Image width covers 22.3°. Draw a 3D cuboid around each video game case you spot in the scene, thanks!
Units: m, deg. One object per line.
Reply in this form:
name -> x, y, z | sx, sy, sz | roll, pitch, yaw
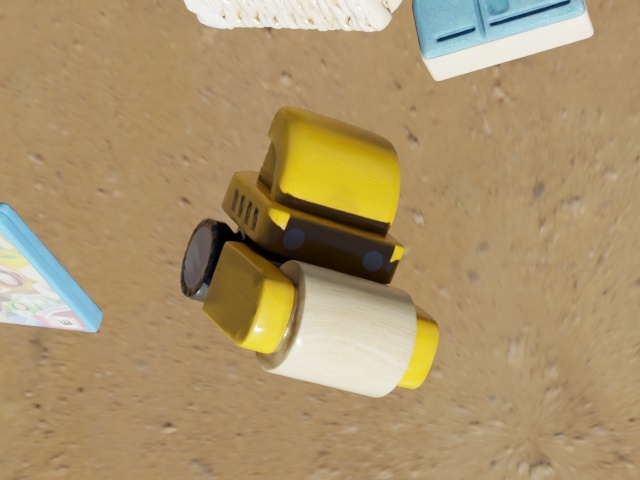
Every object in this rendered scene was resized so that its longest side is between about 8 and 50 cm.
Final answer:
video game case -> -0.215, 0.010, 0.877 | 0.166, 0.119, 0.015 | 5, 62, 23

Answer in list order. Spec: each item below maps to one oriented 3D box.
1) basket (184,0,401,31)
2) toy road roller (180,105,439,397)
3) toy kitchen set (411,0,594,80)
basket -> -0.019, -0.432, 1.721 | 0.266, 0.331, 0.328 | 15, 61, 38
toy road roller -> 0.000, 0.000, 1.719 | 0.202, 0.329, 0.241 | 15, 101, -24
toy kitchen set -> 0.099, -0.251, 1.144 | 0.122, 0.166, 0.207 | -16, 64, 13
